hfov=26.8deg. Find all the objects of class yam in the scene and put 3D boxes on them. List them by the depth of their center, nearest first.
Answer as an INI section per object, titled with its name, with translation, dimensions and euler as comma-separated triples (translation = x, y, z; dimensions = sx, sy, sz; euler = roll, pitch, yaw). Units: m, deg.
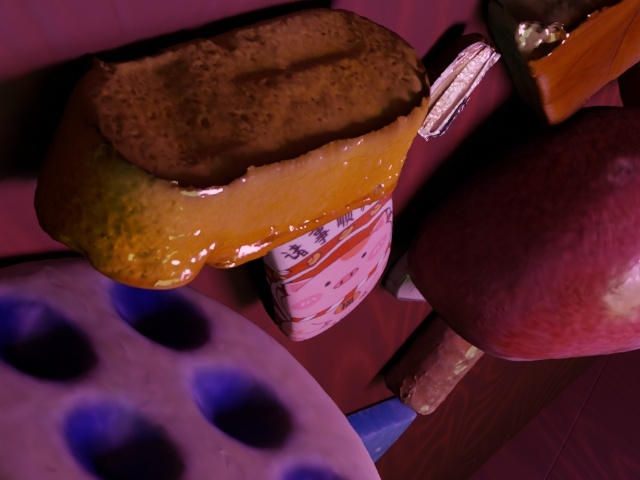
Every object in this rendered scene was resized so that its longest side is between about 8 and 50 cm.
[yam]
translation = 0.200, 0.057, 1.521
dimensions = 0.356, 0.081, 0.081
euler = -53, 161, 23

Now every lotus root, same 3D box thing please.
[lotus root]
translation = 0.087, -0.112, 0.943
dimensions = 0.037, 0.030, 0.083
euler = 21, 114, -37

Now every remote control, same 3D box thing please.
[remote control]
translation = 0.124, 0.029, 1.373
dimensions = 0.077, 0.022, 0.245
euler = -50, 161, 11

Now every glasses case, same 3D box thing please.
[glasses case]
translation = 0.000, 0.000, 0.945
dimensions = 0.103, 0.067, 0.266
euler = -42, 163, -12

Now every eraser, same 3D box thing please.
[eraser]
translation = 0.007, 0.272, 1.636
dimensions = 0.144, 0.042, 0.312
euler = -50, 162, 20

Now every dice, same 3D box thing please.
[dice]
translation = -0.154, 0.202, 0.735
dimensions = 0.304, 0.277, 0.304
euler = -53, 158, 21

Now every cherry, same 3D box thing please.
[cherry]
translation = 0.225, 0.000, 1.202
dimensions = 0.307, 0.221, 0.261
euler = -17, 168, -13

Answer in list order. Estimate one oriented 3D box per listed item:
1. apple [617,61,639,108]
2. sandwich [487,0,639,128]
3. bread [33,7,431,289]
[apple]
translation = 0.376, -0.166, 1.242
dimensions = 0.209, 0.164, 0.209
euler = -37, 160, -16
[sandwich]
translation = 0.202, -0.153, 1.051
dimensions = 0.245, 0.063, 0.212
euler = -33, 161, -28
[bread]
translation = -0.037, -0.049, 0.695
dimensions = 0.245, 0.102, 0.094
euler = -26, 153, -48
